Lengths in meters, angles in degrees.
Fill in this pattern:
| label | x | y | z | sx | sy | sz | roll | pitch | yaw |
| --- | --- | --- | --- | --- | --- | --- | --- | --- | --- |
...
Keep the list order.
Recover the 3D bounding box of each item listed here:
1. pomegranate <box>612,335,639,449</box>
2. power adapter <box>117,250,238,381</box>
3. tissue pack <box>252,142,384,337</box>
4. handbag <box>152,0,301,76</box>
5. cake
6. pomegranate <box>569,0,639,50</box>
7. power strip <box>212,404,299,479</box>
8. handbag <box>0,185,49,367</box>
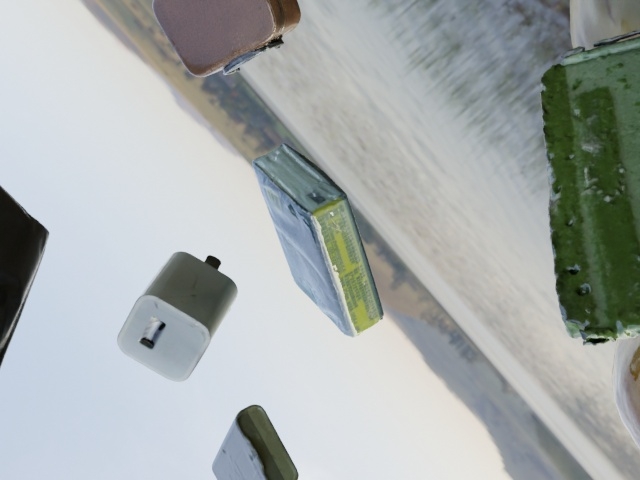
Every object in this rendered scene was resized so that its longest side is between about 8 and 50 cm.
| label | x | y | z | sx | sy | sz | roll | pitch | yaw |
| --- | --- | --- | --- | --- | --- | --- | --- | --- | --- |
| pomegranate | 0.542 | 0.164 | 1.120 | 0.338 | 0.338 | 0.338 | 49 | -177 | -3 |
| power adapter | -0.205 | 0.097 | 1.399 | 0.125 | 0.130 | 0.205 | 30 | -150 | -3 |
| tissue pack | 0.000 | 0.000 | 1.371 | 0.185 | 0.081 | 0.257 | 45 | 160 | 47 |
| handbag | -0.125 | -0.306 | 1.221 | 0.072 | 0.193 | 0.151 | -38 | -73 | -51 |
| cake | 0.199 | -0.017 | 0.563 | 0.099 | 0.100 | 0.235 | 56 | -150 | -41 |
| pomegranate | 0.369 | -0.198 | 0.768 | 0.332 | 0.332 | 0.332 | 49 | -177 | -3 |
| power strip | -0.079 | 0.259 | 1.008 | 0.092 | 0.034 | 0.268 | 58 | 156 | 17 |
| handbag | -0.544 | 0.032 | 1.266 | 0.275 | 0.178 | 0.301 | 50 | -152 | -32 |
